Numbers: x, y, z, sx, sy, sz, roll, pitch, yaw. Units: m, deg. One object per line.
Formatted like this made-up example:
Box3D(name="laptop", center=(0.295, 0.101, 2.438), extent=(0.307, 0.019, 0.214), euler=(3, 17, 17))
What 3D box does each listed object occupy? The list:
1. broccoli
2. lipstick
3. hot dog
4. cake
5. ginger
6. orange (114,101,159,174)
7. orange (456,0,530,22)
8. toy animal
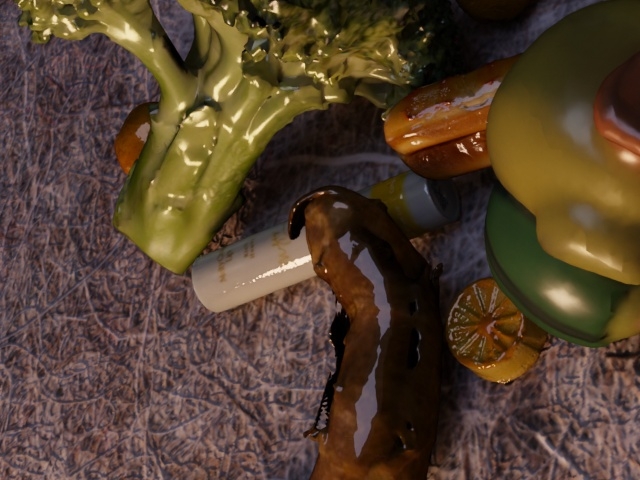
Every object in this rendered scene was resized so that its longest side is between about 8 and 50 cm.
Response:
Box3D(name="broccoli", center=(-0.042, -0.143, 1.547), extent=(0.353, 0.397, 0.275), euler=(5, 38, 18))
Box3D(name="lipstick", center=(0.000, 0.000, 1.554), extent=(0.264, 0.059, 0.059), euler=(-22, 58, 30))
Box3D(name="hot dog", center=(0.174, -0.119, 1.420), extent=(0.250, 0.104, 0.076), euler=(-19, 57, 18))
Box3D(name="cake", center=(0.143, 0.071, 1.415), extent=(0.084, 0.044, 0.084), euler=(-16, 62, 34))
Box3D(name="ginger", center=(0.040, 0.106, 1.435), extent=(0.133, 0.107, 0.309), euler=(-5, 76, 13))
Box3D(name="orange", center=(-0.163, -0.097, 1.719), extent=(0.070, 0.083, 0.083), euler=(31, 92, 9))
Box3D(name="orange", center=(0.151, -0.232, 1.526), extent=(0.085, 0.085, 0.085), euler=(-17, 61, 33))
Box3D(name="toy animal", center=(0.212, -0.060, 1.236), extent=(0.191, 0.338, 0.216), euler=(40, 65, 14))
